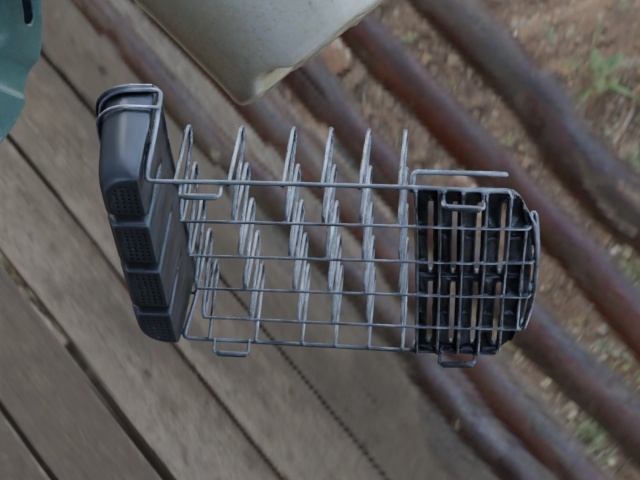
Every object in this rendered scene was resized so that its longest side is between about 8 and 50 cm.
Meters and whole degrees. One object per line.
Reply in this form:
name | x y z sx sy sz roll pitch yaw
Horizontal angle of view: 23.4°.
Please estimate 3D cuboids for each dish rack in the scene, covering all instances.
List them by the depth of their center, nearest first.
dish rack | 0.000 0.000 0.964 0.271 0.208 0.074 3 57 5

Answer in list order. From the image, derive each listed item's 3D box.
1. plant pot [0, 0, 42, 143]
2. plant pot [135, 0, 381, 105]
plant pot | -0.467 -0.211 1.448 0.334 0.341 0.341 17 71 26
plant pot | -0.074 -0.297 1.316 0.334 0.334 0.305 -39 95 -13
